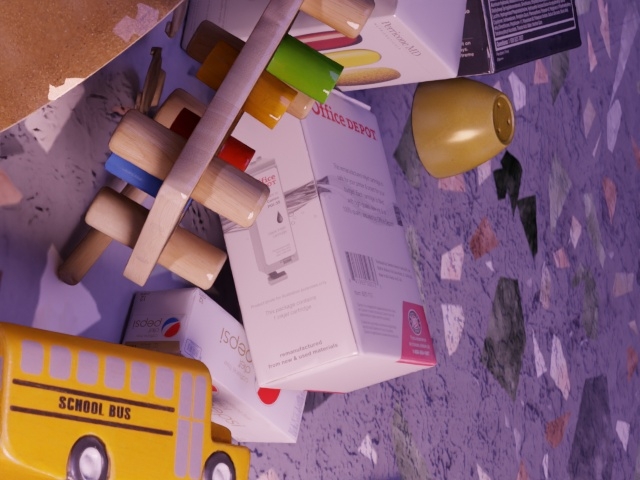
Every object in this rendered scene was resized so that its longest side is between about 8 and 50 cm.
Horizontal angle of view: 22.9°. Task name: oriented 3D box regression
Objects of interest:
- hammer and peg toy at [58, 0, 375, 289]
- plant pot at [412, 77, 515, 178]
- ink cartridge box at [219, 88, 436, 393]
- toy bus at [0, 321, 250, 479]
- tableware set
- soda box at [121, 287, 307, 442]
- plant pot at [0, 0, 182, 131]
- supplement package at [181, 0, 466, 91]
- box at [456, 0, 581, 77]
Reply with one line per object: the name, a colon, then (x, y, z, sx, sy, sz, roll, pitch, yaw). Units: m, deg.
hammer and peg toy: (-0.092, -0.079, 1.331, 0.127, 0.361, 0.266, 30, 68, -4)
plant pot: (0.188, -0.148, 1.993, 0.134, 0.095, 0.134, 8, 80, -57)
ink cartridge box: (0.000, 0.000, 1.575, 0.207, 0.117, 0.283, 15, 58, -63)
toy bus: (-0.191, 0.155, 1.336, 0.332, 0.108, 0.130, 18, 70, -56)
tableware set: (-0.145, -0.182, 1.434, 0.141, 0.020, 0.169, 129, -23, -85)
soda box: (-0.098, 0.124, 1.520, 0.216, 0.074, 0.069, 45, 49, -47)
plant pot: (-0.253, -0.242, 1.195, 0.254, 0.237, 0.237, 54, 42, -19)
supplement package: (0.007, -0.235, 1.566, 0.139, 0.244, 0.134, 34, 58, -51)
box: (0.166, -0.353, 1.896, 0.296, 0.182, 0.294, -23, 107, -59)
